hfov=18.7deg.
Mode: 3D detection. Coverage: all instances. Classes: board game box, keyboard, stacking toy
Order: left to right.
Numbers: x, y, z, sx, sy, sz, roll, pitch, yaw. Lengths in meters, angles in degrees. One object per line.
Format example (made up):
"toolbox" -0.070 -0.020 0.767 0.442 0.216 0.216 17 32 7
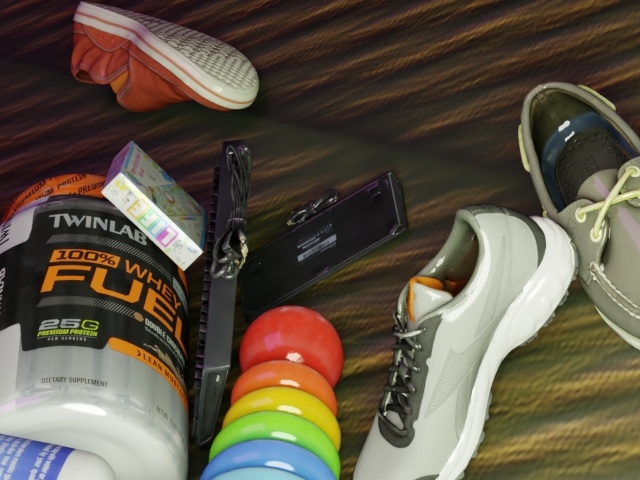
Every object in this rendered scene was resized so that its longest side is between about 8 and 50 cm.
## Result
"board game box" -0.151 -0.035 1.797 0.026 0.103 0.154 -44 11 9
"keyboard" -0.090 0.018 1.755 0.317 0.033 0.201 -90 12 -50
"stacking toy" -0.034 0.179 1.561 0.141 0.141 0.330 -26 29 25
"keyboard" 0.000 0.000 1.803 0.180 0.023 0.108 -30 42 19

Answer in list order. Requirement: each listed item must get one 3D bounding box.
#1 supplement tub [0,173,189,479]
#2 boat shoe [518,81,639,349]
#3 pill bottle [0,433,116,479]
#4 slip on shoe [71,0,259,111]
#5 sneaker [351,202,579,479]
"supplement tub" -0.221 0.104 1.751 0.207 0.207 0.338 -31 36 19
"boat shoe" 0.229 -0.022 1.516 0.109 0.091 0.305 -36 34 10
"pill bottle" -0.248 0.229 1.522 0.272 0.152 0.152 10 51 5
"slip on shoe" -0.176 -0.185 2.137 0.331 0.123 0.101 25 105 50
"sneaker" 0.087 0.090 1.500 0.271 0.108 0.100 -63 33 7
